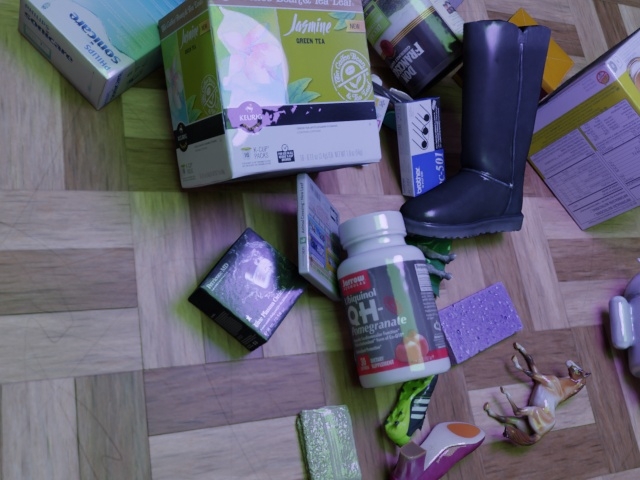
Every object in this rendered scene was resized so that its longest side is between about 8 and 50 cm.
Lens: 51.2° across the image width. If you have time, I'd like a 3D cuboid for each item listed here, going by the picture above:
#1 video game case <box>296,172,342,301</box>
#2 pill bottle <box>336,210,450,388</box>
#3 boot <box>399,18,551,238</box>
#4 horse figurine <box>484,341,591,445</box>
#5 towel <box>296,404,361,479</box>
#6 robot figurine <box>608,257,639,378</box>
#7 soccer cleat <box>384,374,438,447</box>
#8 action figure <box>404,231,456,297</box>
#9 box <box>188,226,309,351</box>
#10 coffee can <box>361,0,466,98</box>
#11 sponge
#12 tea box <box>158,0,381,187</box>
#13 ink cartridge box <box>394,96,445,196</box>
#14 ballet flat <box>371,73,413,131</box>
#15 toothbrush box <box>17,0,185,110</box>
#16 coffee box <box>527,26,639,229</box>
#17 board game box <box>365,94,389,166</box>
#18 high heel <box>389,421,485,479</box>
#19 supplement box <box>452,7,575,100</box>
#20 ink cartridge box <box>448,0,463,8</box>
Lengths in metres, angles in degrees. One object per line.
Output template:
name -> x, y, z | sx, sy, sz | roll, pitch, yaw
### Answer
video game case -> 0.000, 0.000, 1.285 | 0.023, 0.212, 0.193 | -8, 69, 16
pill bottle -> 0.130, 0.112, 1.290 | 0.176, 0.176, 0.318 | -7, 77, -27
boot -> 0.323, -0.240, 1.418 | 0.367, 0.146, 0.445 | -7, 109, -40
horse figurine -> 0.460, 0.341, 1.436 | 0.174, 0.066, 0.263 | 38, 57, -1
towel -> 0.017, 0.381, 1.231 | 0.110, 0.027, 0.148 | -3, 73, -25
robot figurine -> 0.833, 0.208, 1.583 | 0.300, 0.200, 0.353 | 8, 67, -5
soccer cleat -> 0.185, 0.328, 1.320 | 0.179, 0.060, 0.072 | -49, 119, -34
action figure -> 0.175, 0.019, 1.427 | 0.232, 0.063, 0.137 | 20, 67, -14
box -> -0.129, 0.091, 1.233 | 0.158, 0.093, 0.156 | 40, 60, -6
coffee can -> 0.210, -0.501, 1.554 | 0.201, 0.201, 0.275 | -38, 89, -31
sponge -> 0.343, 0.178, 1.460 | 0.210, 0.031, 0.117 | -20, 81, -30
tea box -> -0.093, -0.280, 1.252 | 0.329, 0.220, 0.323 | -12, 95, -34
ink cartridge box -> 0.224, -0.209, 1.489 | 0.097, 0.046, 0.207 | -15, 107, -30
ballet flat -> 0.137, -0.313, 1.520 | 0.280, 0.095, 0.096 | 20, 53, -29
toothbrush box -> -0.388, -0.430, 1.286 | 0.216, 0.126, 0.295 | 45, 58, -6
coffee box -> 0.750, -0.286, 1.650 | 0.337, 0.338, 0.334 | -38, 90, -31
board game box -> 0.075, -0.245, 1.440 | 0.103, 0.026, 0.154 | 10, 108, -22
high heel -> 0.232, 0.434, 1.304 | 0.244, 0.082, 0.117 | -8, 114, -44
supplement box -> 0.473, -0.420, 1.652 | 0.191, 0.194, 0.129 | 44, 59, -4
ink cartridge box -> 0.323, -0.674, 1.687 | 0.128, 0.176, 0.127 | 32, 61, -12
